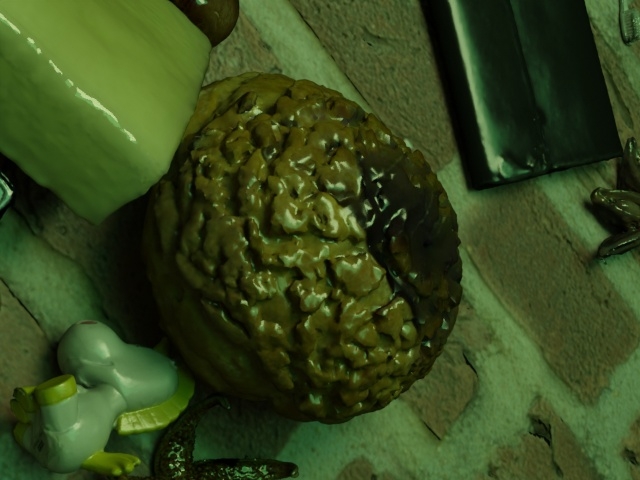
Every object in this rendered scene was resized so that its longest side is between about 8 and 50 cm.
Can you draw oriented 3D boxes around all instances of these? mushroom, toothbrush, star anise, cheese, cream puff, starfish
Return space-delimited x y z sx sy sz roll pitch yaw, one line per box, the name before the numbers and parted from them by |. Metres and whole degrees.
mushroom | -0.135 -0.238 1.527 0.129 0.073 0.088 26 100 -25
toothbrush | 0.375 -0.388 1.945 0.021 0.024 0.288 -2 81 -34
star anise | 0.404 -0.030 1.873 0.208 0.063 0.171 15 68 -29
cheese | -0.237 -0.181 1.361 0.265 0.124 0.242 43 26 -22
cream puff | 0.000 0.000 1.442 0.327 0.231 0.343 5 76 -50
starfish | -0.111 0.222 1.443 0.190 0.074 0.146 -16 90 -37

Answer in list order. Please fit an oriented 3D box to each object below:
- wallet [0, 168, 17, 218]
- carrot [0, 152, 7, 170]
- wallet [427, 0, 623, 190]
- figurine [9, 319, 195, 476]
wallet | -0.383 -0.065 1.298 0.167 0.036 0.222 -41 97 -12
carrot | -0.321 -0.008 1.365 0.043 0.043 0.248 31 62 -26
wallet | 0.220 -0.273 1.788 0.228 0.062 0.406 -14 88 -36
figurine | -0.192 0.139 1.388 0.130 0.109 0.178 31 42 6
